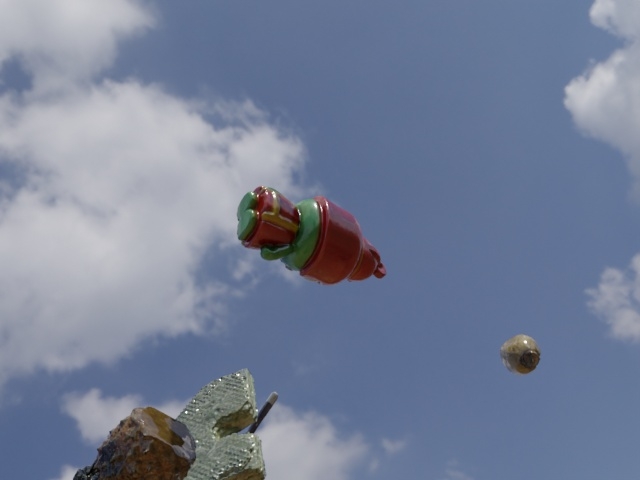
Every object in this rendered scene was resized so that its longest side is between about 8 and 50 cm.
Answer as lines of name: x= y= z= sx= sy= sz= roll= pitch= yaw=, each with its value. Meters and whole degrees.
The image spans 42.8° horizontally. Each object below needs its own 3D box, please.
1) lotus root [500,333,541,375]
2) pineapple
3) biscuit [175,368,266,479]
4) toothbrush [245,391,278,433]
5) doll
lotus root: x=0.350 y=0.201 z=1.438 sx=0.063 sy=0.072 sz=0.152 roll=10 pitch=-10 yaw=0
pineapple: x=-0.264 y=0.312 z=1.002 sx=0.237 sy=0.111 sz=0.119 roll=-46 pitch=-44 yaw=5
biscuit: x=-0.162 y=0.304 z=1.270 sx=0.147 sy=0.250 sz=0.046 roll=-24 pitch=-62 yaw=5
toothbrush: x=-0.177 y=0.462 z=1.844 sx=0.024 sy=0.026 sz=0.288 roll=50 pitch=-120 yaw=-27
doll: x=-0.001 y=0.000 z=1.694 sx=0.363 sy=0.183 sz=0.160 roll=27 pitch=-54 yaw=-31
